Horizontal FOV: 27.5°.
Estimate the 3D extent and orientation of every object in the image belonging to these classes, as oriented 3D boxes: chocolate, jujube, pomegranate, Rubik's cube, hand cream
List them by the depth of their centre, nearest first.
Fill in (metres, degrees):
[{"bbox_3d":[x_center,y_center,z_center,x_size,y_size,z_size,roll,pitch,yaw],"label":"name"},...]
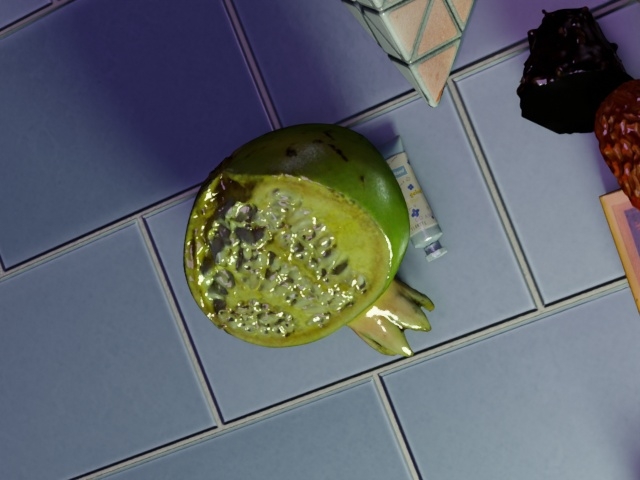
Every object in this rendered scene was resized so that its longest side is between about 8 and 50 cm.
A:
[{"bbox_3d":[0.395,-0.106,1.552,0.109,0.112,0.176,-22,63,0],"label":"jujube"},{"bbox_3d":[0.318,-0.229,1.643,0.156,0.156,0.133,-10,64,20],"label":"chocolate"},{"bbox_3d":[0.101,-0.347,1.682,0.233,0.228,0.228,15,146,-17],"label":"Rubik's cube"},{"bbox_3d":[0.000,0.000,1.725,0.358,0.216,0.310,37,119,-20],"label":"pomegranate"},{"bbox_3d":[0.118,-0.053,1.757,0.065,0.043,0.170,-29,81,13],"label":"hand cream"}]

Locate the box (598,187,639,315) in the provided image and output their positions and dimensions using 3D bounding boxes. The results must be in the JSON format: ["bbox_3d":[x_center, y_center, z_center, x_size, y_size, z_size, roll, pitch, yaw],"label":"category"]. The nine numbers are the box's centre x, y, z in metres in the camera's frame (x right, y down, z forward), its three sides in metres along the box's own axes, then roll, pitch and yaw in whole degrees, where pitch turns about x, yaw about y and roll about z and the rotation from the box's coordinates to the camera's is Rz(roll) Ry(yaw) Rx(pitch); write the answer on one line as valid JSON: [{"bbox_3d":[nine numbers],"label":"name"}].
[{"bbox_3d":[0.503,-0.018,1.610,0.274,0.076,0.174,-19,87,20],"label":"box"}]
